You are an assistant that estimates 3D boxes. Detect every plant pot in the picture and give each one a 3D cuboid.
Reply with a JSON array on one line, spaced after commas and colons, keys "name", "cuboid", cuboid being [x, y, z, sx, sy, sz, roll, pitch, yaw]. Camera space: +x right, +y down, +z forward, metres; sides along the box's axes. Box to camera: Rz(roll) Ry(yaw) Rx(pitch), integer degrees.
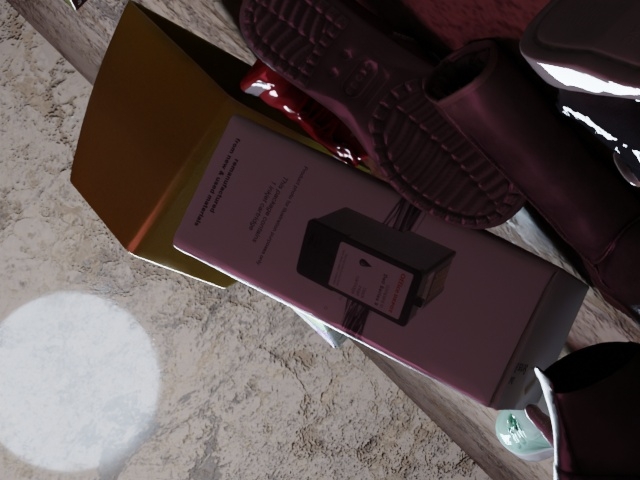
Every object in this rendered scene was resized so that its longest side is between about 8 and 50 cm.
[{"name": "plant pot", "cuboid": [-0.121, -0.078, 1.408, 0.212, 0.187, 0.212, 25, -165, -47]}]

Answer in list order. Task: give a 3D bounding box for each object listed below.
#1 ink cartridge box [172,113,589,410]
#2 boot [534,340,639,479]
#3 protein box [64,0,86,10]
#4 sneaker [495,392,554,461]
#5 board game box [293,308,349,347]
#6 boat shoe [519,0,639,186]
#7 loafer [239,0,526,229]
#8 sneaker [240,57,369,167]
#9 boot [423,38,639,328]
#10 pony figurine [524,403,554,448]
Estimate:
[{"name": "ink cartridge box", "cuboid": [0.059, 0.021, 1.167, 0.289, 0.121, 0.211, 27, -177, 18]}, {"name": "boot", "cuboid": [0.239, 0.106, 0.928, 0.077, 0.198, 0.137, 46, 157, 57]}, {"name": "protein box", "cuboid": [-0.230, -0.323, 1.110, 0.201, 0.136, 0.200, 43, 172, 9]}, {"name": "sneaker", "cuboid": [0.227, 0.167, 1.571, 0.151, 0.094, 0.256, 39, 164, -10]}, {"name": "board game box", "cuboid": [0.000, 0.000, 1.669, 0.142, 0.144, 0.275, 42, 172, 18]}, {"name": "boat shoe", "cuboid": [0.181, -0.054, 0.557, 0.091, 0.114, 0.302, 47, -176, -21]}, {"name": "loafer", "cuboid": [0.057, -0.112, 1.035, 0.251, 0.094, 0.087, 43, -153, -8]}, {"name": "sneaker", "cuboid": [0.005, -0.128, 1.243, 0.128, 0.087, 0.221, 36, -175, -3]}, {"name": "boot", "cuboid": [0.168, -0.035, 0.904, 0.208, 0.076, 0.190, 53, 168, -18]}, {"name": "pony figurine", "cuboid": [0.276, 0.301, 1.012, 0.351, 0.363, 0.303, 13, 168, 21]}]
